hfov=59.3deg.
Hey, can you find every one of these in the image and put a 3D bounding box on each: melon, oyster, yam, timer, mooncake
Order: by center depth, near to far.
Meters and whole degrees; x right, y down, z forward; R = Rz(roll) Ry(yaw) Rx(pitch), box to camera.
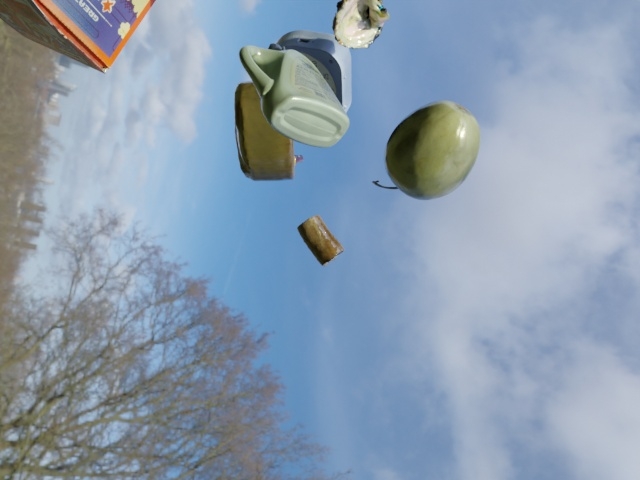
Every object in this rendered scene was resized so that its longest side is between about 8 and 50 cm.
[{"bbox_3d":[0.001,0.000,1.495,0.127,0.084,0.084,56,-40,3],"label":"yam"},{"bbox_3d":[-0.151,-0.297,1.530,0.284,0.156,0.284,174,-90,-88],"label":"mooncake"},{"bbox_3d":[0.317,-0.251,1.608,0.308,0.272,0.271,106,-17,-60],"label":"melon"},{"bbox_3d":[0.133,-0.718,1.810,0.092,0.260,0.198,52,-52,33],"label":"oyster"},{"bbox_3d":[-0.070,-0.622,2.191,0.395,0.395,0.173,-35,-155,51],"label":"timer"}]

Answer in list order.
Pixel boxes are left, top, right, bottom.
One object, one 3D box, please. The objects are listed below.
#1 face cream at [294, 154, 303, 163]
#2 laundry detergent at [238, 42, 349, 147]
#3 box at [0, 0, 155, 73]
[{"bbox_3d":[-0.156,-0.303,2.179,0.078,0.273,0.078,10,-72,32],"label":"face cream"},{"bbox_3d":[-0.069,-0.329,1.175,0.105,0.215,0.280,-47,-128,30],"label":"laundry detergent"},{"bbox_3d":[-0.658,-0.639,1.363,0.349,0.318,0.256,26,-102,23],"label":"box"}]
